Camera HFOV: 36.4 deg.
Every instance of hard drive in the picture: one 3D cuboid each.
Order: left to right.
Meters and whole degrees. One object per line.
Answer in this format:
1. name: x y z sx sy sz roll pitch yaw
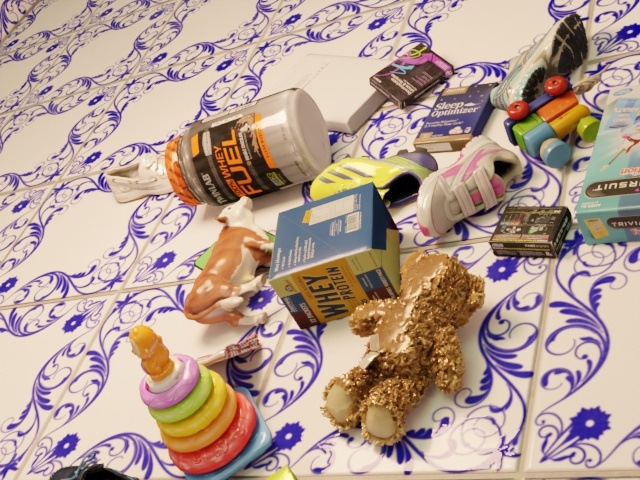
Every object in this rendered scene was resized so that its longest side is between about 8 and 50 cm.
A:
1. hard drive: 0.023 -0.365 2.378 0.353 0.047 0.233 16 56 48

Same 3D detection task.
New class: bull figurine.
1. bull figurine: -0.159 0.045 1.944 0.188 0.101 0.310 2 50 27

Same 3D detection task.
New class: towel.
1. towel: -0.200 0.210 1.741 0.144 0.029 0.197 -22 -5 15

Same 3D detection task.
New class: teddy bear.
1. teddy bear: 0.139 0.180 1.573 0.245 0.113 0.338 -9 47 40

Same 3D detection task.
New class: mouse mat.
1. mouse mat: -0.175 0.027 2.070 0.152 0.007 0.189 -43 35 -17

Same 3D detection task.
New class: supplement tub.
1. supplement tub: -0.163 -0.197 2.166 0.337 0.207 0.207 -16 37 22

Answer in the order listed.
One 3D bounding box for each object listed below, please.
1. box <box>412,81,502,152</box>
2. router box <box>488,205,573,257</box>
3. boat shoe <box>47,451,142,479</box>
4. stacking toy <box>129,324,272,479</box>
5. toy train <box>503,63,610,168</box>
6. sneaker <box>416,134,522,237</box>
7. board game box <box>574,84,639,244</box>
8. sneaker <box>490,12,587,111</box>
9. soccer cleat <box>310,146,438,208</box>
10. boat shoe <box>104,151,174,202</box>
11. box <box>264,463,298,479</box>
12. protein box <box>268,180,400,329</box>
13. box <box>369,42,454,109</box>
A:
1. box: 0.297 -0.272 2.064 0.136 0.037 0.225 -1 43 36
2. router box: 0.364 -0.016 1.685 0.122 0.038 0.092 1 45 39
3. boat shoe: -0.378 0.412 1.665 0.258 0.089 0.109 -5 42 33
4. stacking toy: -0.224 0.246 1.569 0.165 0.302 0.175 -33 35 -4
5. toy train: 0.484 -0.240 1.831 0.248 0.105 0.143 -32 45 -2
6. sneaker: 0.277 -0.099 1.800 0.252 0.103 0.111 -47 36 -20
7. board game box: 0.592 -0.144 1.638 0.253 0.079 0.336 -5 42 34
8. sneaker: 0.447 -0.372 2.013 0.122 0.110 0.283 10 51 48
9. soccer cleat: 0.099 -0.108 1.959 0.289 0.093 0.121 -11 46 28
10. boat shoe: -0.419 -0.173 2.426 0.277 0.096 0.098 -16 37 21
11. box: -0.099 0.431 1.471 0.178 0.042 0.109 -34 34 -4
12. protein box: 0.030 0.027 1.799 0.201 0.136 0.200 -18 37 18
13. box: 0.208 -0.377 2.225 0.162 0.029 0.116 -37 56 -14
